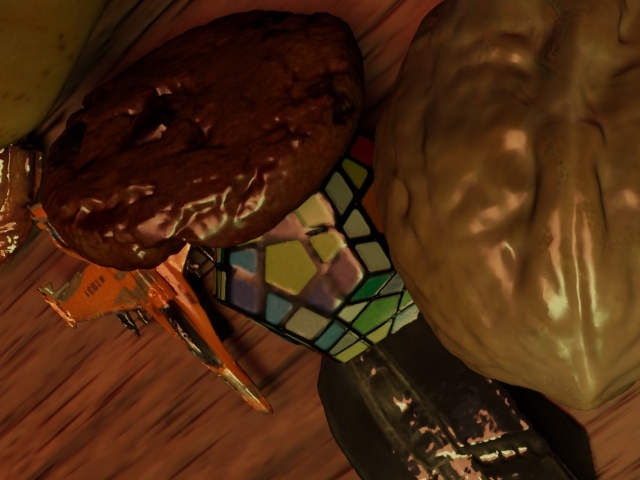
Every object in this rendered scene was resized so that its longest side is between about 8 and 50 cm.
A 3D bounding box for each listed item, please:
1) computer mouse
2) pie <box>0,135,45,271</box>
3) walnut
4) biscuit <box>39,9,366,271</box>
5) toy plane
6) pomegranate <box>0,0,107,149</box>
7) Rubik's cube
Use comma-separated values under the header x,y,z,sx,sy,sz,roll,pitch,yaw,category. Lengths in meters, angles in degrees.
x,y,z,sx,sy,sz,roll,pitch,yaw,category
0.077,0.118,0.616,0.192,0.062,0.106,45,111,2,computer mouse
-0.223,-0.026,0.695,0.092,0.034,0.170,38,110,11,pie
0.112,-0.029,0.499,0.178,0.230,0.178,3,147,2,walnut
-0.061,-0.060,0.563,0.192,0.192,0.049,-12,131,20,biscuit
-0.091,0.029,0.658,0.135,0.062,0.188,-41,102,21,toy plane
-0.241,-0.165,0.515,0.342,0.342,0.342,4,103,17,pomegranate
0.000,0.000,0.588,0.133,0.133,0.112,25,81,11,Rubik's cube
